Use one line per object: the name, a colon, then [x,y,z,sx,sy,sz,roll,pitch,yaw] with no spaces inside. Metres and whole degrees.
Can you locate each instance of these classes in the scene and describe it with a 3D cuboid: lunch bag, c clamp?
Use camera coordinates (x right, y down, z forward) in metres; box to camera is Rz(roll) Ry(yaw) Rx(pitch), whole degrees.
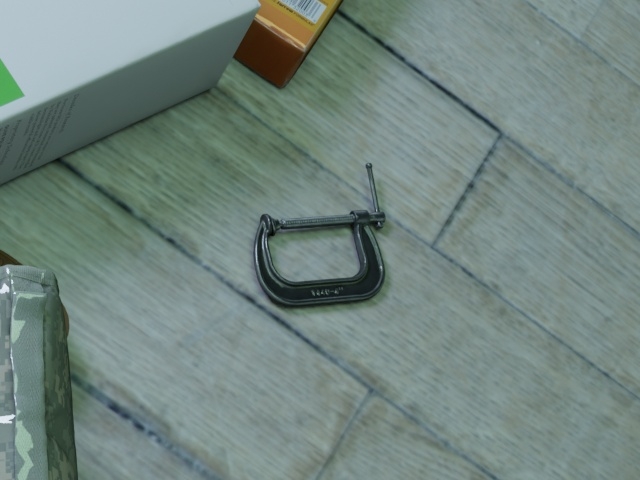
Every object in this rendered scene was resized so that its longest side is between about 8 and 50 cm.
lunch bag: [-0.276,0.172,1.567,0.168,0.287,0.235,6,64,-22]
c clamp: [0.000,0.000,1.939,0.160,0.022,0.137,-10,75,-29]

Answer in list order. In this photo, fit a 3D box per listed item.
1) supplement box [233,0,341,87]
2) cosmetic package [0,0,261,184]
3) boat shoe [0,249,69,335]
supplement box: [-0.006,-0.270,2.036,0.080,0.078,0.233,34,56,-1]
cosmetic package: [-0.265,-0.189,1.834,0.365,0.155,0.197,-30,77,-31]
boat shoe: [-0.360,0.044,1.726,0.285,0.089,0.105,23,32,-15]
